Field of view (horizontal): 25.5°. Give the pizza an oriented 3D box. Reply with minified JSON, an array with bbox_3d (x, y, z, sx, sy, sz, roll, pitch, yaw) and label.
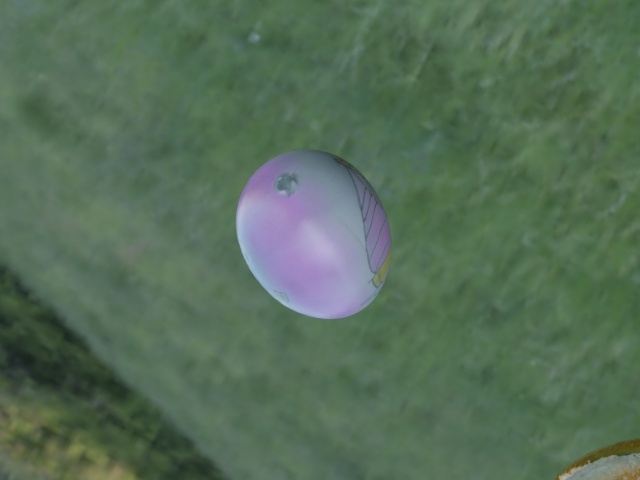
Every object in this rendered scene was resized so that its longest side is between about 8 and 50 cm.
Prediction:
[{"bbox_3d":[0.390,0.347,1.753,0.229,0.081,0.289,31,130,0],"label":"pizza"}]

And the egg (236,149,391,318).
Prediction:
[{"bbox_3d":[0.000,0.000,1.823,0.196,0.196,0.271,21,159,44],"label":"egg"}]
